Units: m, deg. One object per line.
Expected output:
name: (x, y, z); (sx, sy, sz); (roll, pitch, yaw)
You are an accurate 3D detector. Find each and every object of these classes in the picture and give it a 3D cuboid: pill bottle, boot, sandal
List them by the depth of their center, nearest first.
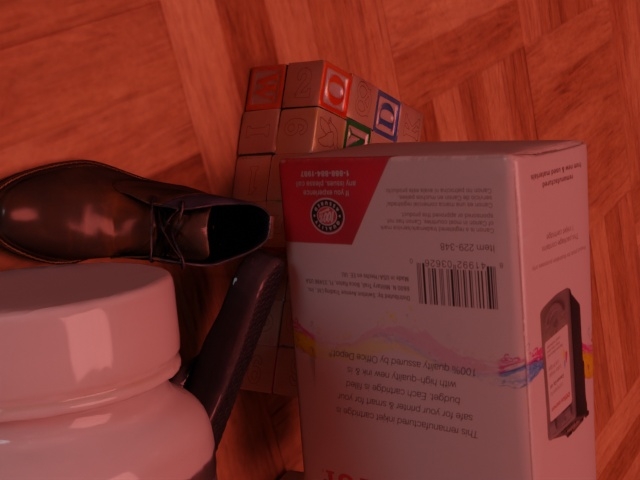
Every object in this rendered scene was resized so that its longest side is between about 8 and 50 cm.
pill bottle: (-0.163, 0.205, 0.630); (0.204, 0.204, 0.361); (-14, 103, -52)
boot: (-0.134, -0.020, 0.739); (0.219, 0.106, 0.082); (-1, 92, -53)
sandal: (-0.101, 0.124, 0.807); (0.097, 0.054, 0.254); (33, 79, -81)

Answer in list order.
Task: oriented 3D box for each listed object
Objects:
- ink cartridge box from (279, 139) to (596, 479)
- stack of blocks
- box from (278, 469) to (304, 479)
ink cartridge box: (0.096, 0.075, 0.805); (0.131, 0.226, 0.306); (-17, 106, -49)
stack of blocks: (0.000, 0.000, 0.934); (0.171, 0.087, 0.297); (17, 78, -52)
box: (0.028, 0.329, 0.906); (0.119, 0.182, 0.181); (-37, 120, -46)
